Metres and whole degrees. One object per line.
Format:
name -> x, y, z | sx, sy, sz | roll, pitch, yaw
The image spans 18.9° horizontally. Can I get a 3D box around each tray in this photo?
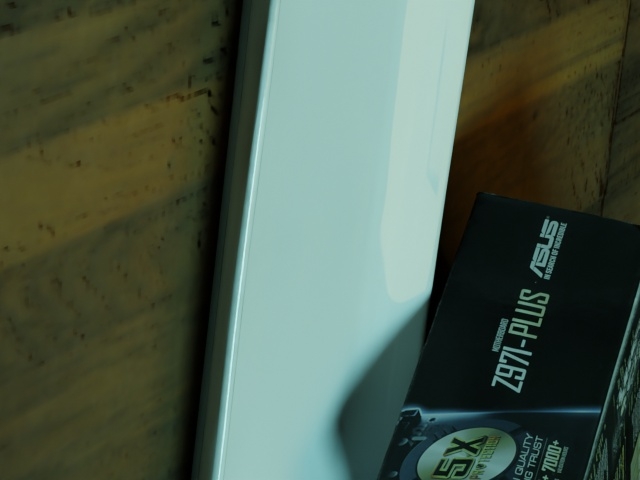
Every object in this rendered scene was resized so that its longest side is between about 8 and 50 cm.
tray -> 0.000, 0.000, 0.688 | 0.145, 0.030, 0.270 | -19, 121, -56

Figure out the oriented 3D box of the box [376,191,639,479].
box -> 0.086, 0.093, 0.799 | 0.180, 0.078, 0.147 | 75, 32, -57
